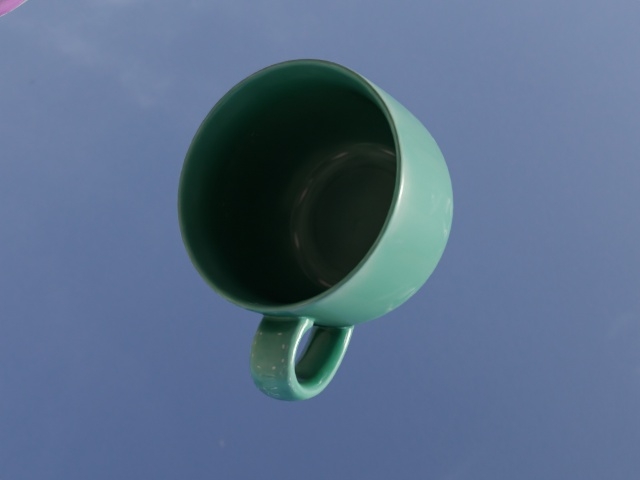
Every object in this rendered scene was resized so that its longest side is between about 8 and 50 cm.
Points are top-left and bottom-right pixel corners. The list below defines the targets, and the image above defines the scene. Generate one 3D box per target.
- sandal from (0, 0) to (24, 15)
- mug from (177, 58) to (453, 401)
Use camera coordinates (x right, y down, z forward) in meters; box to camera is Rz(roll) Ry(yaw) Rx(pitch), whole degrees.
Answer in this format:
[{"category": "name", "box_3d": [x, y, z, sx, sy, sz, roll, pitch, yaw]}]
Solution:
[{"category": "sandal", "box_3d": [-0.193, -0.188, 0.597, 0.416, 0.169, 0.102, -25, -115, 57]}, {"category": "mug", "box_3d": [-0.003, -0.008, 0.572, 0.129, 0.097, 0.157, 40, -81, 29]}]
